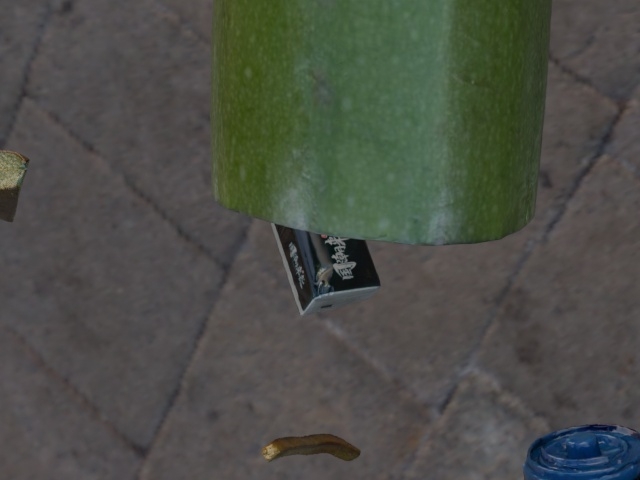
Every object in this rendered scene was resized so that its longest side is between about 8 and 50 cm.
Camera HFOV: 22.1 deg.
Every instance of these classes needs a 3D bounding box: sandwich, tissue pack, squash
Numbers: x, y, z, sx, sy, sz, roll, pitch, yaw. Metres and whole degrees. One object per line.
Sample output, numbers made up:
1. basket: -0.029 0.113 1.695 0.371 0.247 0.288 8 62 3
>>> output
1. sandwich: -0.212 -0.038 1.054 0.044 0.031 0.083 20 158 -11
2. tissue pack: 0.001 0.001 2.054 0.090 0.103 0.170 -42 62 57
3. squash: 0.049 -0.213 1.231 0.263 0.263 0.384 13 107 35

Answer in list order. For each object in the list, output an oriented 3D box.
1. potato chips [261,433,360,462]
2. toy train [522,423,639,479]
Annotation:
1. potato chips: -0.015 0.234 1.837 0.037 0.204 0.026 42 102 25
2. toy train: 0.253 0.270 1.300 0.300 0.265 0.188 -1 109 30
